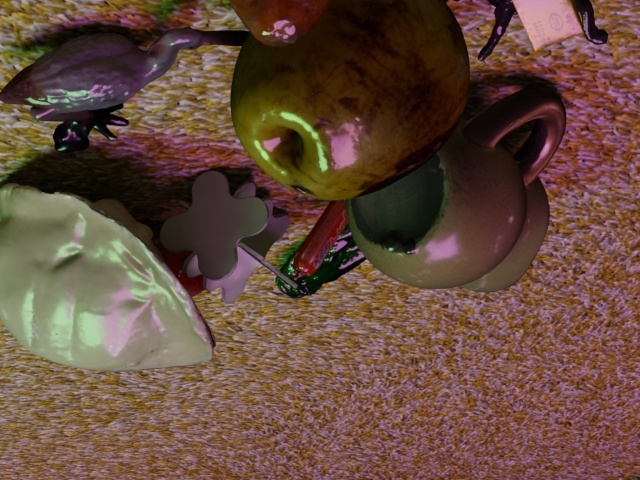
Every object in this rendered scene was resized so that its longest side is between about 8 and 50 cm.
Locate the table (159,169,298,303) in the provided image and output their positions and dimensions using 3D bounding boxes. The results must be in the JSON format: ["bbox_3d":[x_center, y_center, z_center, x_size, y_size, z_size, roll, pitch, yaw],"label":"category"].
[{"bbox_3d":[-0.122,0.006,2.090,0.166,0.166,0.198,-13,159,15],"label":"table"}]

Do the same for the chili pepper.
[{"bbox_3d":[0.008,0.032,2.258,0.098,0.061,0.224,21,145,-29],"label":"chili pepper"}]

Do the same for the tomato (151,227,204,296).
[{"bbox_3d":[-0.251,0.057,2.213,0.173,0.099,0.189,-17,152,18],"label":"tomato"}]

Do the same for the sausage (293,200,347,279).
[{"bbox_3d":[0.000,0.000,2.106,0.048,0.145,0.050,41,158,-20],"label":"sausage"}]

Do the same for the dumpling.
[{"bbox_3d":[-0.324,0.051,2.005,0.395,0.233,0.315,32,151,10],"label":"dumpling"}]

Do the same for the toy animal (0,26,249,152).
[{"bbox_3d":[-0.255,-0.205,1.718,0.195,0.090,0.324,2,158,-44],"label":"toy animal"}]

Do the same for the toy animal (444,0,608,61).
[{"bbox_3d":[0.243,-0.291,1.652,0.233,0.084,0.148,-7,152,11],"label":"toy animal"}]

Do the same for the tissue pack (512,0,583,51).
[{"bbox_3d":[0.225,-0.306,1.538,0.062,0.095,0.176,-22,126,16],"label":"tissue pack"}]

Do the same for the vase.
[{"bbox_3d":[0.216,-0.078,1.951,0.329,0.241,0.302,-50,148,20],"label":"vase"}]

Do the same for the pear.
[{"bbox_3d":[0.033,-0.177,1.617,0.283,0.283,0.283,-4,153,-2],"label":"pear"}]

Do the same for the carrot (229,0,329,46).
[{"bbox_3d":[-0.038,-0.292,1.454,0.159,0.225,0.159,-6,148,-3],"label":"carrot"}]
